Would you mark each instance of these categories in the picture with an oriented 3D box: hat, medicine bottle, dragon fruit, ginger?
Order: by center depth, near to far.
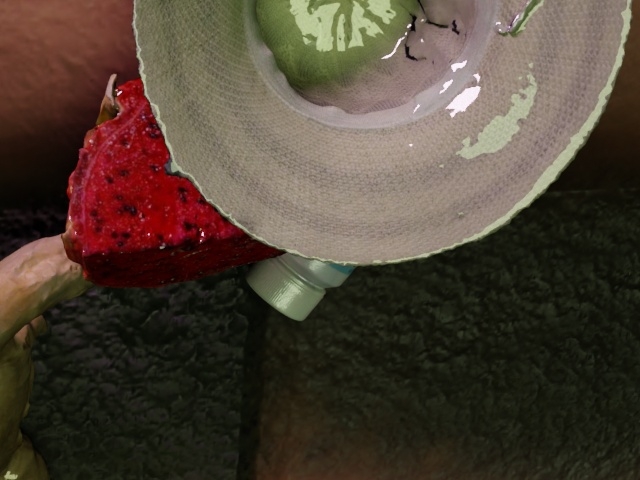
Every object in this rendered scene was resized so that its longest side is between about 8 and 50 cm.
[{"bbox_3d":[0.021,-0.119,0.599,0.252,0.110,0.252,-4,110,-11],"label":"hat"},{"bbox_3d":[-0.073,-0.033,0.629,0.162,0.106,0.083,-11,163,-26],"label":"dragon fruit"},{"bbox_3d":[-0.198,0.112,0.641,0.149,0.065,0.258,-16,135,-51],"label":"ginger"},{"bbox_3d":[0.000,0.000,0.682,0.052,0.052,0.089,34,101,-30],"label":"medicine bottle"}]
